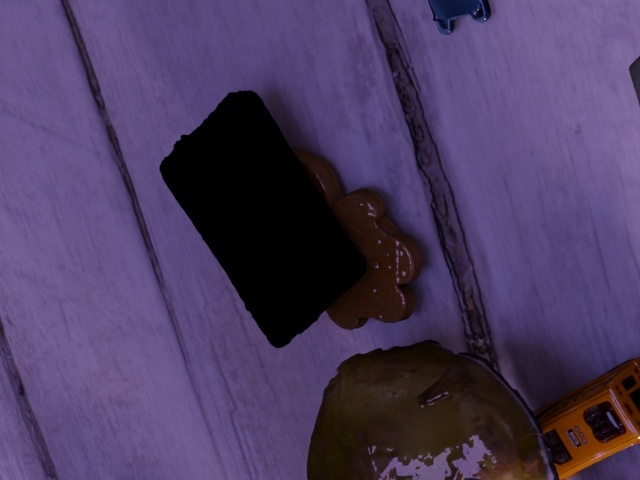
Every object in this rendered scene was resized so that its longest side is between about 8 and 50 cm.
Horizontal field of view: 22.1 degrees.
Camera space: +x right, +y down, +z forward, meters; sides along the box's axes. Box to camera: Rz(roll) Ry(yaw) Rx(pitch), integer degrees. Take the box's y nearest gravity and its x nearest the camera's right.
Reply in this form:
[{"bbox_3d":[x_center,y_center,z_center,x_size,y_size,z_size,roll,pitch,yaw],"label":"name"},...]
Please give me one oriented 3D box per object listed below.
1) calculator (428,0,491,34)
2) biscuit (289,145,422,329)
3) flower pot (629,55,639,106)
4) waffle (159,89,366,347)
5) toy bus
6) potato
[{"bbox_3d":[0.130,-0.287,1.697,0.094,0.019,0.141,-14,97,43],"label":"calculator"},{"bbox_3d":[0.001,0.000,1.911,0.288,0.044,0.202,20,117,33],"label":"biscuit"},{"bbox_3d":[0.400,-0.069,1.403,0.290,0.290,0.259,-28,75,44],"label":"flower pot"},{"bbox_3d":[-0.068,-0.025,1.897,0.274,0.057,0.168,57,133,11],"label":"waffle"},{"bbox_3d":[0.274,0.200,1.724,0.194,0.088,0.083,-38,80,44],"label":"toy bus"},{"bbox_3d":[0.103,0.248,1.755,0.299,0.196,0.246,19,129,62],"label":"potato"}]
